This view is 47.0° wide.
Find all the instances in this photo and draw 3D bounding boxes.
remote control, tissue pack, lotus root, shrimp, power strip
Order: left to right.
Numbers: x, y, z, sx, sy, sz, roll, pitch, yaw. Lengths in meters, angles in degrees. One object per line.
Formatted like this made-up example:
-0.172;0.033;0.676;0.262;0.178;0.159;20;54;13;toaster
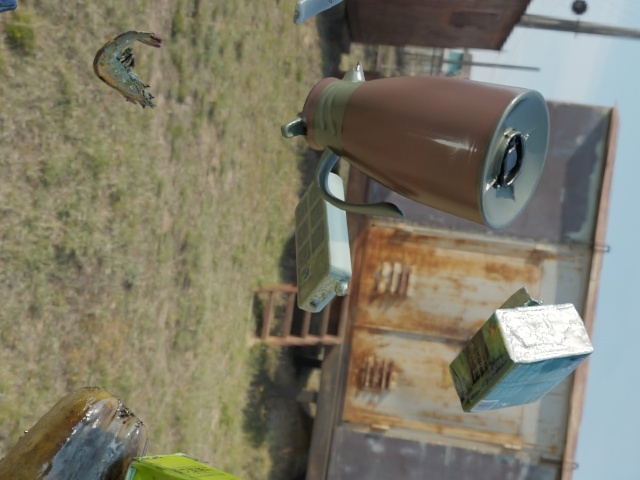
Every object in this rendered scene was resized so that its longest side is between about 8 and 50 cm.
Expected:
-0.362;0.329;0.972;0.329;0.167;0.078;-56;180;-40;lotus root
-0.309;-0.297;1.261;0.124;0.034;0.178;-44;150;4;shrimp
0.000;0.000;1.261;0.118;0.046;0.271;-50;-149;38;power strip
0.010;-0.480;1.466;0.184;0.027;0.050;-42;156;-37;remote control
0.177;0.099;0.676;0.111;0.085;0.079;110;-29;-53;tissue pack

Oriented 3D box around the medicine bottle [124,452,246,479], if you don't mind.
-0.140;0.388;0.989;0.137;0.250;0.141;27;75;-66;medicine bottle

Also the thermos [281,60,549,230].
0.095;-0.104;0.817;0.146;0.265;0.177;29;82;-55;thermos

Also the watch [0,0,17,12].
-0.551;-0.539;1.159;0.276;0.068;0.275;52;-36;42;watch
